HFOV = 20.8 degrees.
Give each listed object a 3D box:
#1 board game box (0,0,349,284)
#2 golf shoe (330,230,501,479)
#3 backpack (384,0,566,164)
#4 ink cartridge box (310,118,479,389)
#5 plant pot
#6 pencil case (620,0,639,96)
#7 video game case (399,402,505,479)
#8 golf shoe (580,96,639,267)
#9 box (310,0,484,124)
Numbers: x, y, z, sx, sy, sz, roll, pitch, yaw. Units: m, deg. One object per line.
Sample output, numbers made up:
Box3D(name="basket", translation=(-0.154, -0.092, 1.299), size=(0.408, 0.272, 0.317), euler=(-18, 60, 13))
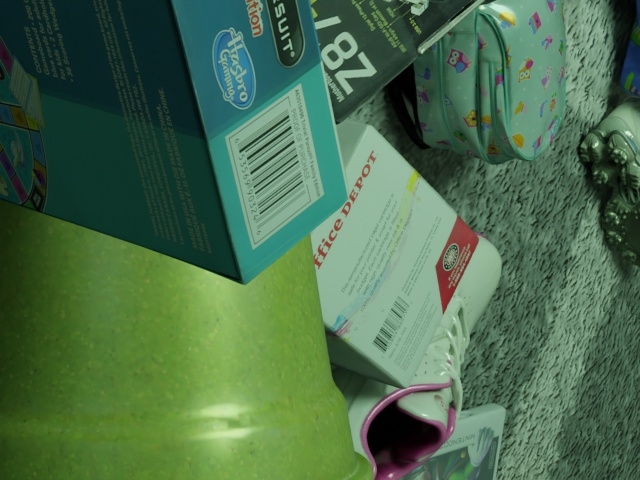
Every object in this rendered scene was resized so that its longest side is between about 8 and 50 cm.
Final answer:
Box3D(name="board game box", translation=(-0.156, -0.143, 0.790), size=(0.079, 0.336, 0.254), euler=(-38, 131, -36))
Box3D(name="golf shoe", translation=(0.067, 0.105, 1.320), size=(0.306, 0.140, 0.115), euler=(-45, 133, -33))
Box3D(name="backpack", translation=(0.121, -0.144, 1.309), size=(0.152, 0.115, 0.182), euler=(-38, 133, -40))
Box3D(name="ink cartridge box", translation=(0.000, 0.000, 1.204), size=(0.176, 0.127, 0.128), euler=(43, 71, -49))
Box3D(name="plant pot", translation=(-0.108, 0.018, 1.004), size=(0.276, 0.276, 0.254), euler=(-6, 96, -50))
Box3D(name="pencil case", translation=(0.319, -0.260, 1.500), size=(0.133, 0.119, 0.306), euler=(-38, 131, -49))
Box3D(name="video game case", translation=(0.092, 0.245, 1.496), size=(0.173, 0.022, 0.190), euler=(-8, 110, -49))
Box3D(name="golf shoe", translation=(0.298, -0.052, 1.603), size=(0.086, 0.069, 0.176), euler=(-53, 139, -32))
Box3D(name="box", translation=(0.011, -0.308, 0.984), size=(0.318, 0.097, 0.395), euler=(-43, 124, -4))
